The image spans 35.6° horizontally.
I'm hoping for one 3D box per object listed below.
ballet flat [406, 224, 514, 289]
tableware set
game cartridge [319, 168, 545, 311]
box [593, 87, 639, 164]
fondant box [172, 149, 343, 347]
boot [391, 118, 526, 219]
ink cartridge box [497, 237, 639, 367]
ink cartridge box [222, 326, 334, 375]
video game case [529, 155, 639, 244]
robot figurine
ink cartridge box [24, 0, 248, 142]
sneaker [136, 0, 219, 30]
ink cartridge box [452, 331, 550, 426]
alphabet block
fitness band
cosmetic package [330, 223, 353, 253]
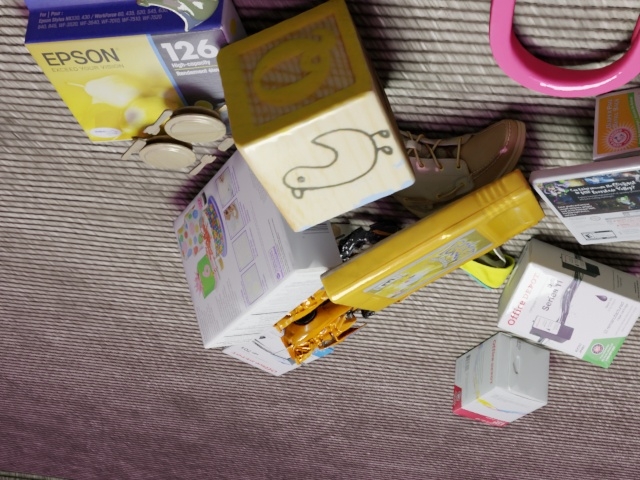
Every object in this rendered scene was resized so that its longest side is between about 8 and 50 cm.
[{"bbox_3d":[0.246,0.012,1.718,0.231,0.077,0.077,27,124,-31],"label":"ballet flat"},{"bbox_3d":[-0.205,-0.156,1.470,0.128,0.039,0.194,12,157,-28],"label":"tableware set"},{"bbox_3d":[0.183,0.011,1.518,0.324,0.052,0.285,-28,166,13],"label":"game cartridge"},{"bbox_3d":[0.460,-0.109,1.397,0.103,0.114,0.203,-8,144,29],"label":"box"},{"bbox_3d":[-0.112,0.006,1.618,0.096,0.238,0.330,-3,157,-35],"label":"fondant box"},{"bbox_3d":[0.155,-0.132,1.476,0.203,0.095,0.262,26,149,-21],"label":"boot"},{"bbox_3d":[0.426,0.107,1.714,0.208,0.087,0.153,20,122,2],"label":"ink cartridge box"},{"bbox_3d":[-0.078,0.179,1.908,0.140,0.082,0.191,27,143,-26],"label":"ink cartridge box"},{"bbox_3d":[0.411,-0.053,1.374,0.190,0.022,0.173,-6,145,40],"label":"video game case"},{"bbox_3d":[0.049,0.091,1.754,0.291,0.085,0.211,-31,135,-4],"label":"robot figurine"},{"bbox_3d":[-0.248,-0.259,1.406,0.304,0.072,0.307,-1,149,18],"label":"ink cartridge box"},{"bbox_3d":[-0.216,-0.331,1.240,0.192,0.064,0.086,30,123,-17],"label":"sneaker"},{"bbox_3d":[0.375,0.292,2.074,0.127,0.128,0.176,19,149,-16],"label":"ink cartridge box"},{"bbox_3d":[-0.005,-0.164,1.323,0.192,0.193,0.197,-24,141,8],"label":"alphabet block"},{"bbox_3d":[0.312,-0.283,1.211,0.209,0.054,0.291,6,148,8],"label":"fitness band"},{"bbox_3d":[0.000,0.000,1.786,0.115,0.041,0.060,1,149,15],"label":"cosmetic package"}]
